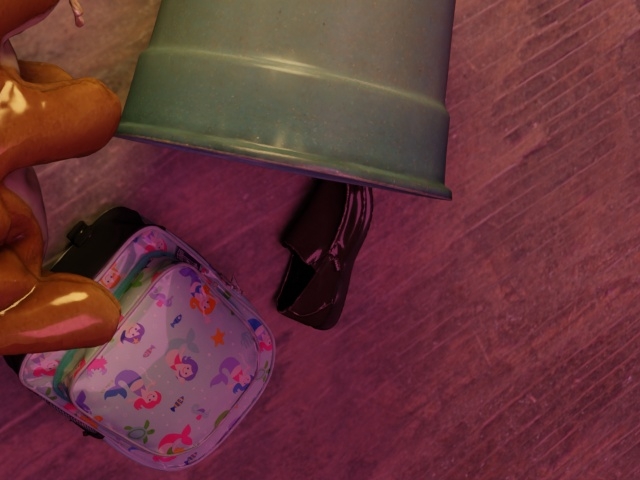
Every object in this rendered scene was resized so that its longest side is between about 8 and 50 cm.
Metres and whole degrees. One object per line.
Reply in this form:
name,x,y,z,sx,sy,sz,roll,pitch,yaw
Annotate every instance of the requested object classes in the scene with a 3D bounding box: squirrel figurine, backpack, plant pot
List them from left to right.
squirrel figurine,-0.365,-0.120,0.974,0.397,0.281,0.370,-4,117,-21
backpack,-0.172,0.117,1.244,0.225,0.191,0.253,-50,129,-9
plant pot,-0.007,-0.231,1.157,0.341,0.341,0.334,11,92,-33

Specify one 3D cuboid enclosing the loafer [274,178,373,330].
loafer,0.000,0.000,1.363,0.078,0.080,0.220,3,104,-32
